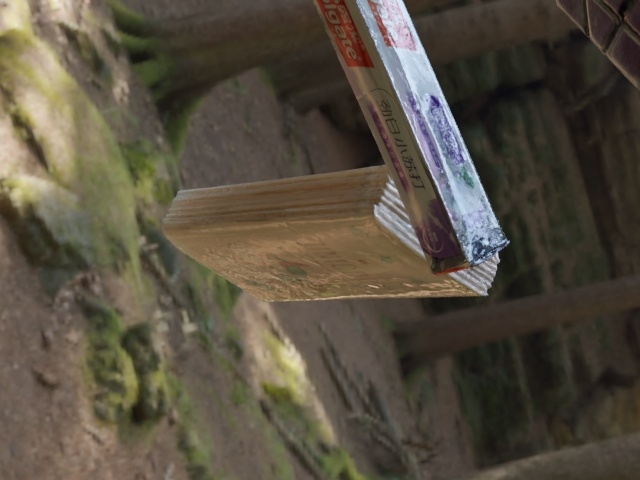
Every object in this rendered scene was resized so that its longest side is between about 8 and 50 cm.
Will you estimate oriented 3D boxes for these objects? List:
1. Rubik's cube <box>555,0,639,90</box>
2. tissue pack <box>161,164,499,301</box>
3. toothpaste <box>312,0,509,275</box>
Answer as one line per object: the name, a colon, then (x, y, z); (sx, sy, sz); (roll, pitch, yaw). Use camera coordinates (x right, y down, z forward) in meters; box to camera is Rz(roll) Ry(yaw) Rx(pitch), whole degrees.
Rubik's cube: (0.322, -0.248, 0.848); (0.319, 0.264, 0.319); (-20, 118, -43)
tissue pack: (0.000, 0.000, 1.135); (0.170, 0.325, 0.071); (36, 64, -34)
toothpaste: (0.048, -0.075, 0.676); (0.047, 0.040, 0.196); (-21, -87, 55)
